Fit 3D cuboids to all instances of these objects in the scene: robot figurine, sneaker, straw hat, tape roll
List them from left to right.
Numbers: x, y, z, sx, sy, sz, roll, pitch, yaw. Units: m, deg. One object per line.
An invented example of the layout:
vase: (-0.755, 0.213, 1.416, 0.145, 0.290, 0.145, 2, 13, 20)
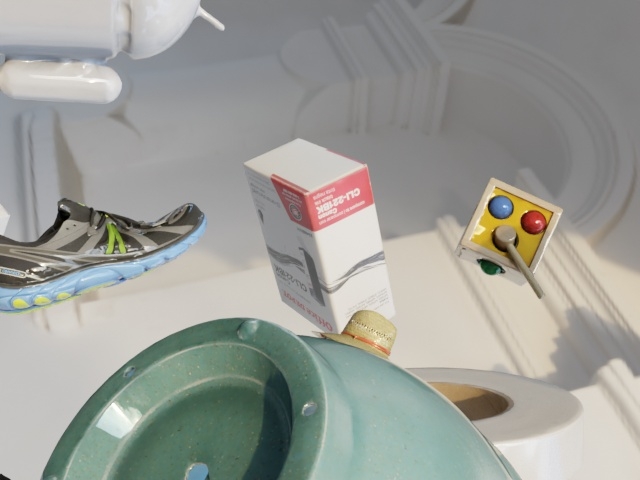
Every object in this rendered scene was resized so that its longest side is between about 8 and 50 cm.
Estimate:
robot figurine: (-0.277, -0.295, 0.797, 0.200, 0.354, 0.299, -126, -142, -65)
sneaker: (-0.172, -0.002, 0.598, 0.067, 0.188, 0.078, -22, -93, 55)
straw hat: (0.062, 0.123, 0.980, 0.061, 0.145, 0.144, -62, -172, -11)
tape roll: (0.156, 0.249, 1.033, 0.392, 0.393, 0.071, -165, -107, -76)

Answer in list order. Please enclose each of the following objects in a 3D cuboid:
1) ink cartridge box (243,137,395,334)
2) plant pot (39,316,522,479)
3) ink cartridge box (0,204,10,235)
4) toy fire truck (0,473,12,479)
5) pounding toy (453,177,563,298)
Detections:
ink cartridge box: (0.000, 0.000, 1.196, 0.197, 0.114, 0.272, 29, -39, 52)
plant pot: (-0.034, 0.167, 0.433, 0.196, 0.293, 0.293, 58, 2, -37)
ink cartridge box: (-0.425, 0.015, 0.843, 0.063, 0.109, 0.150, 44, -56, 18)
toy fire truck: (-0.333, 0.295, 0.582, 0.217, 0.246, 0.158, 42, 29, -34)
pounding toy: (0.269, 0.003, 1.072, 0.141, 0.130, 0.100, -63, 172, -12)
